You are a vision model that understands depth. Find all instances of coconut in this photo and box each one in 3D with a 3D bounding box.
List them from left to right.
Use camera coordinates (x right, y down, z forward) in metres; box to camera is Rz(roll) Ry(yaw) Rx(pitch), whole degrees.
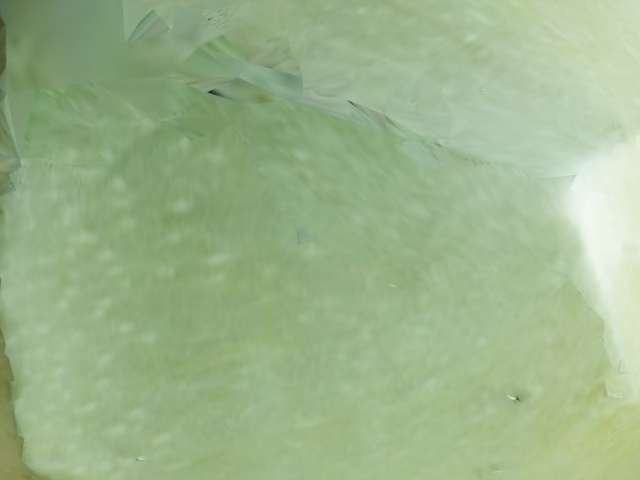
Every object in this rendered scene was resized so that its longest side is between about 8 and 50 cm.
[{"bbox_3d":[0.000,0.000,0.626,0.352,0.352,0.353,160,-90,-88],"label":"coconut"}]
